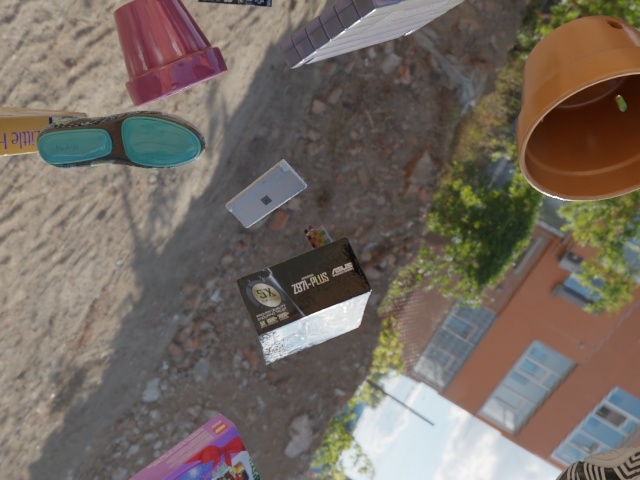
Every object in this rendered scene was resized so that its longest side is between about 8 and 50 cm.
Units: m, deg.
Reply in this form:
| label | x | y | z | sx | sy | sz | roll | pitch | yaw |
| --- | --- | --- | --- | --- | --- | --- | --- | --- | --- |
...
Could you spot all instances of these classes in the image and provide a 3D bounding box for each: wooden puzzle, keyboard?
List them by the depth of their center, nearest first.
| label | x | y | z | sx | sy | sz | roll | pitch | yaw |
| --- | --- | --- | --- | --- | --- | --- | --- | --- | --- |
| keyboard | -0.119 | -0.092 | 1.347 | 0.256 | 0.072 | 0.014 | -29 | -157 | 51 |
| wooden puzzle | 0.000 | 0.000 | 1.383 | 0.049 | 0.083 | 0.006 | -36 | 171 | 35 |

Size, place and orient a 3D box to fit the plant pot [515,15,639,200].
| label | x | y | z | sx | sy | sz | roll | pitch | yaw |
| --- | --- | --- | --- | --- | --- | --- | --- | --- | --- |
| plant pot | 0.461 | -0.235 | 1.089 | 0.291 | 0.290 | 0.203 | 110 | -18 | -51 |

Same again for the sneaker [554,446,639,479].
| label | x | y | z | sx | sy | sz | roll | pitch | yaw |
| --- | --- | --- | --- | --- | --- | --- | --- | --- | --- |
| sneaker | 0.305 | 0.281 | 0.533 | 0.366 | 0.137 | 0.210 | -54 | -174 | 48 |

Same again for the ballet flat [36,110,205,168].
| label | x | y | z | sx | sy | sz | roll | pitch | yaw |
| --- | --- | --- | --- | --- | --- | --- | --- | --- | --- |
| ballet flat | -0.222 | -0.117 | 0.738 | 0.070 | 0.188 | 0.070 | -179 | -90 | -89 |

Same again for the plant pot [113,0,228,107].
| label | x | y | z | sx | sy | sz | roll | pitch | yaw |
| --- | --- | --- | --- | --- | --- | --- | --- | --- | --- |
| plant pot | -0.309 | -0.381 | 1.274 | 0.201 | 0.180 | 0.201 | -21 | -164 | 6 |

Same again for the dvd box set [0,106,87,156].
| label | x | y | z | sx | sy | sz | roll | pitch | yaw |
| --- | --- | --- | --- | --- | --- | --- | --- | --- | --- |
| dvd box set | -0.600 | -0.156 | 0.935 | 0.420 | 0.307 | 0.062 | -30 | 125 | -65 |

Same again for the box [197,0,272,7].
| label | x | y | z | sx | sy | sz | roll | pitch | yaw |
| --- | --- | --- | --- | --- | --- | --- | --- | --- | --- |
| box | -0.121 | -0.344 | 0.918 | 0.067 | 0.083 | 0.018 | -30 | 129 | -58 |

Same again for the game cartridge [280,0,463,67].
| label | x | y | z | sx | sy | sz | roll | pitch | yaw |
| --- | --- | --- | --- | --- | --- | --- | --- | --- | --- |
| game cartridge | 0.123 | -0.400 | 1.117 | 0.355 | 0.068 | 0.230 | -29 | -177 | -40 |

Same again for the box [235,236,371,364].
| label | x | y | z | sx | sy | sz | roll | pitch | yaw |
| --- | --- | --- | --- | --- | --- | --- | --- | --- | --- |
| box | -0.022 | 0.084 | 0.843 | 0.147 | 0.077 | 0.180 | -21 | 161 | -9 |

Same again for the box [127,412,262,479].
| label | x | y | z | sx | sy | sz | roll | pitch | yaw |
| --- | --- | --- | --- | --- | --- | --- | --- | --- | --- |
| box | -0.217 | 0.425 | 0.954 | 0.293 | 0.201 | 0.057 | -32 | -156 | -27 |
